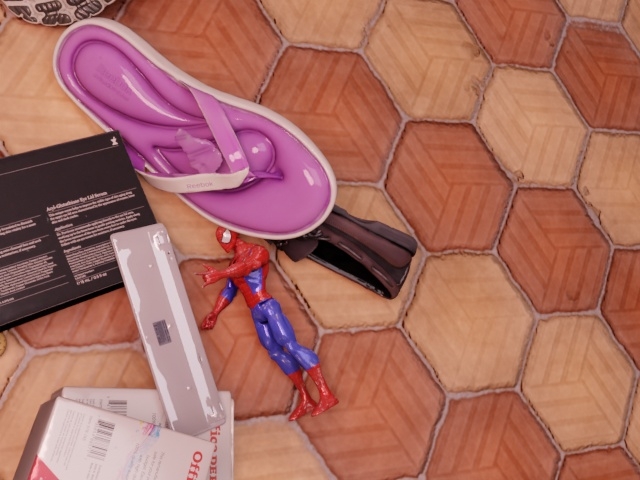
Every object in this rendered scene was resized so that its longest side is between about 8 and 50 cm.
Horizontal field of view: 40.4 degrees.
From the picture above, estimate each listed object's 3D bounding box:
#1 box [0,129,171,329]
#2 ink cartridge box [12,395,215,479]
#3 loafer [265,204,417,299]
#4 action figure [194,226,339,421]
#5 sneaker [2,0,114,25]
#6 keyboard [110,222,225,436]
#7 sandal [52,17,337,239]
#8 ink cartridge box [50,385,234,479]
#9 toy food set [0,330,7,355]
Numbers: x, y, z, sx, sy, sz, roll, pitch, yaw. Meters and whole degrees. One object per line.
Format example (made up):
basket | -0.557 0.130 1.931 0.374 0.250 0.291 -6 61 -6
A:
box | -0.335 -0.006 1.030 0.261 0.103 0.184 -21 89 -37
ink cartridge box | -0.222 0.253 0.913 0.176 0.127 0.128 23 67 -18
loafer | 0.000 0.000 1.216 0.302 0.109 0.095 19 75 -23
action figure | -0.095 0.114 1.139 0.139 0.091 0.280 -22 87 -39
sneaker | -0.289 -0.363 1.168 0.279 0.118 0.107 -23 106 -9
keyboard | -0.180 0.107 1.034 0.072 0.014 0.256 -16 86 -32
sandal | -0.176 -0.126 1.096 0.416 0.169 0.102 32 21 6
ink cartridge box | -0.215 0.256 1.041 0.208 0.087 0.153 7 73 -25
toy food set | -0.410 0.101 1.021 0.083 0.020 0.083 7 73 -26
